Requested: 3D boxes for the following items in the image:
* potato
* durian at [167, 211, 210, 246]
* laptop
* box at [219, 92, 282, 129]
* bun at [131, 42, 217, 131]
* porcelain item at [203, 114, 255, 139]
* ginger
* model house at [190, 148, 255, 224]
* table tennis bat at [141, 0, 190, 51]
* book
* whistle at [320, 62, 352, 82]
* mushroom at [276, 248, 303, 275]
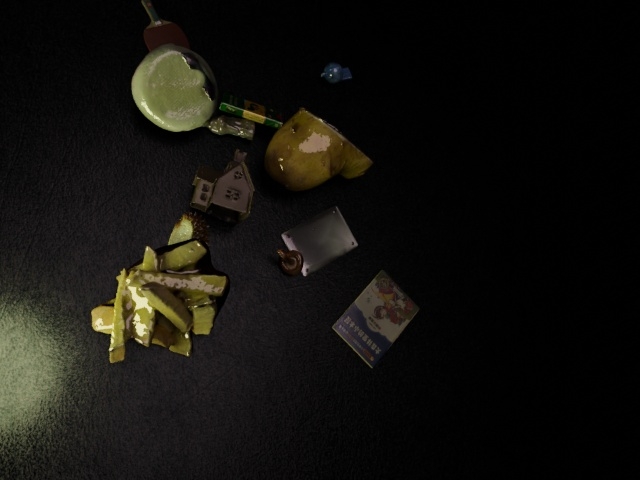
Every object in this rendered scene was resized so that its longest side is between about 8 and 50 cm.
[{"bbox_3d":[-0.030,-0.299,1.900,0.295,0.290,0.397,-53,141,5],"label":"potato"},{"bbox_3d":[-0.460,0.011,1.695,0.140,0.144,0.251,12,77,4],"label":"durian"},{"bbox_3d":[0.000,0.000,1.920,0.269,0.015,0.187,-29,90,-24],"label":"laptop"},{"bbox_3d":[-0.261,-0.489,1.884,0.235,0.034,0.132,15,29,-18],"label":"box"},{"bbox_3d":[-0.516,-0.532,1.760,0.294,0.187,0.292,-6,106,-22],"label":"bun"},{"bbox_3d":[-0.355,-0.433,1.864,0.216,0.069,0.081,6,80,-15],"label":"porcelain item"},{"bbox_3d":[-0.474,0.204,1.531,0.413,0.211,0.358,-40,99,3],"label":"ginger"},{"bbox_3d":[-0.329,-0.208,1.733,0.205,0.211,0.243,18,74,-18],"label":"model house"},{"bbox_3d":[-0.597,-0.786,1.874,0.154,0.021,0.274,-27,90,-25],"label":"table tennis bat"},{"bbox_3d":[0.221,0.299,1.933,0.228,0.018,0.322,46,66,-5],"label":"book"},{"bbox_3d":[0.070,-0.702,2.079,0.158,0.090,0.090,-20,85,-24],"label":"whistle"},{"bbox_3d":[-0.114,0.065,1.822,0.088,0.072,0.129,-30,124,12],"label":"mushroom"}]
